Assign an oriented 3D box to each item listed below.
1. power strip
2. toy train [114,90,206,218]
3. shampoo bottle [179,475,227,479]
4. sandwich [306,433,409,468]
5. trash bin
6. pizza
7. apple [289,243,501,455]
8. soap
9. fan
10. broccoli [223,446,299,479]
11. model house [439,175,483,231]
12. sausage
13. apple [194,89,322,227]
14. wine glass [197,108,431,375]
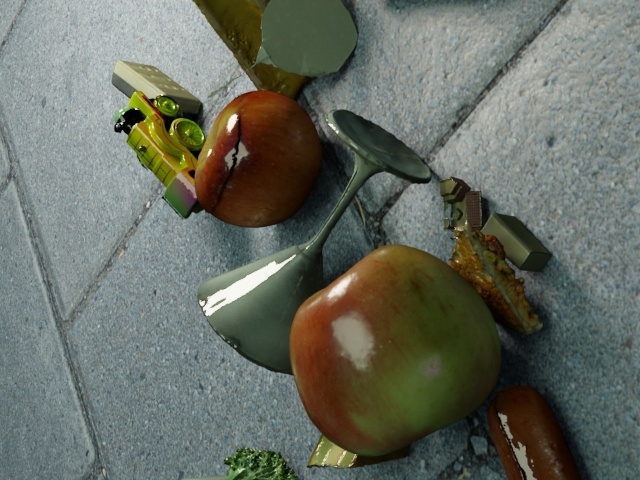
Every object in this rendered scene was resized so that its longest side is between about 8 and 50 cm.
[{"bbox_3d":[-0.371,-0.335,2.307,0.256,0.105,0.070,40,118,43],"label":"power strip"},{"bbox_3d":[-0.310,-0.184,2.119,0.296,0.160,0.100,47,128,9],"label":"toy train"},{"bbox_3d":[-0.236,0.480,1.952,0.056,0.195,0.056,-12,74,47],"label":"shampoo bottle"},{"bbox_3d":[0.062,0.278,1.683,0.117,0.144,0.187,-12,75,45],"label":"sandwich"},{"bbox_3d":[0.291,0.005,1.525,0.092,0.061,0.043,52,121,38],"label":"trash bin"},{"bbox_3d":[0.252,0.046,1.507,0.053,0.193,0.201,-36,49,-15],"label":"pizza"},{"bbox_3d":[0.103,0.158,1.508,0.319,0.319,0.277,-34,79,41],"label":"apple"},{"bbox_3d":[-0.093,-0.473,2.018,0.169,0.339,0.304,-21,27,36],"label":"soap"},{"bbox_3d":[-0.080,-0.347,1.867,0.182,0.310,0.010,57,173,-3],"label":"fan"},{"bbox_3d":[-0.153,0.476,1.862,0.194,0.194,0.220,42,109,44],"label":"broccoli"},{"bbox_3d":[0.227,-0.058,1.614,0.058,0.057,0.083,-14,72,52],"label":"model house"},{"bbox_3d":[0.320,0.357,1.410,0.102,0.102,0.330,-41,54,37],"label":"sausage"},{"bbox_3d":[-0.114,-0.148,1.894,0.251,0.206,0.272,-94,26,-48],"label":"apple"},{"bbox_3d":[0.000,0.000,1.735,0.406,0.267,0.267,-55,47,20],"label":"wine glass"}]
